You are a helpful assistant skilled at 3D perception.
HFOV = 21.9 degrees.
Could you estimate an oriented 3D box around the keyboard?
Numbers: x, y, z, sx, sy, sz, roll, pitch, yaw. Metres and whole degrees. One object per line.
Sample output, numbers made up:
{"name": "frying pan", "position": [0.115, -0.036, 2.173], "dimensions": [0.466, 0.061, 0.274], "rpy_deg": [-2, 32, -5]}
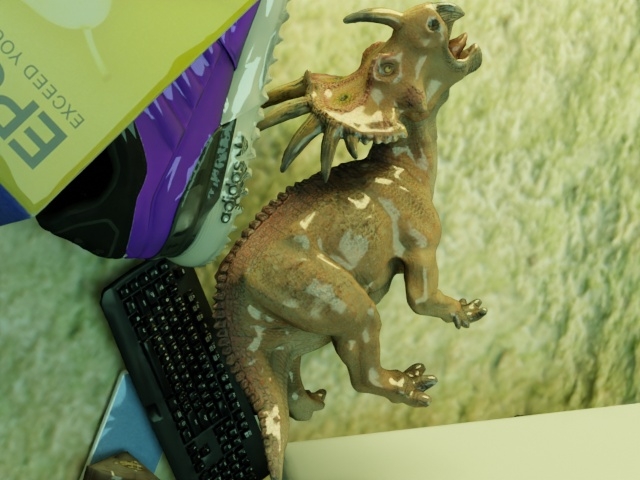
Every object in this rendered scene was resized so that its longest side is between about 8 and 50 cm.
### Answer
{"name": "keyboard", "position": [-0.070, 0.090, 1.093], "dimensions": [0.100, 0.038, 0.192], "rpy_deg": [-38, 123, -30]}

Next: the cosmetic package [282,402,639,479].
{"name": "cosmetic package", "position": [0.171, 0.233, 1.132], "dimensions": [0.385, 0.217, 0.156], "rpy_deg": [-5, 117, -15]}

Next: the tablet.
{"name": "tablet", "position": [-0.124, 0.130, 1.092], "dimensions": [0.054, 0.006, 0.083], "rpy_deg": [20, 92, -37]}

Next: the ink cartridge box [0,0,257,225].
{"name": "ink cartridge box", "position": [-0.208, -0.167, 0.855], "dimensions": [0.307, 0.072, 0.303], "rpy_deg": [-47, 109, -12]}

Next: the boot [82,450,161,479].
{"name": "boot", "position": [-0.120, 0.199, 1.092], "dimensions": [0.106, 0.037, 0.114], "rpy_deg": [15, 96, -35]}

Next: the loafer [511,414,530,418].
{"name": "loafer", "position": [0.215, 0.218, 1.308], "dimensions": [0.076, 0.078, 0.223], "rpy_deg": [-52, 125, -11]}

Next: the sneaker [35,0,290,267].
{"name": "sneaker", "position": [-0.106, -0.127, 0.973], "dimensions": [0.146, 0.102, 0.293], "rpy_deg": [3, 101, -35]}

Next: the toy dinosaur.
{"name": "toy dinosaur", "position": [0.000, 0.000, 1.054], "dimensions": [0.296, 0.127, 0.200], "rpy_deg": [-54, 125, -21]}
